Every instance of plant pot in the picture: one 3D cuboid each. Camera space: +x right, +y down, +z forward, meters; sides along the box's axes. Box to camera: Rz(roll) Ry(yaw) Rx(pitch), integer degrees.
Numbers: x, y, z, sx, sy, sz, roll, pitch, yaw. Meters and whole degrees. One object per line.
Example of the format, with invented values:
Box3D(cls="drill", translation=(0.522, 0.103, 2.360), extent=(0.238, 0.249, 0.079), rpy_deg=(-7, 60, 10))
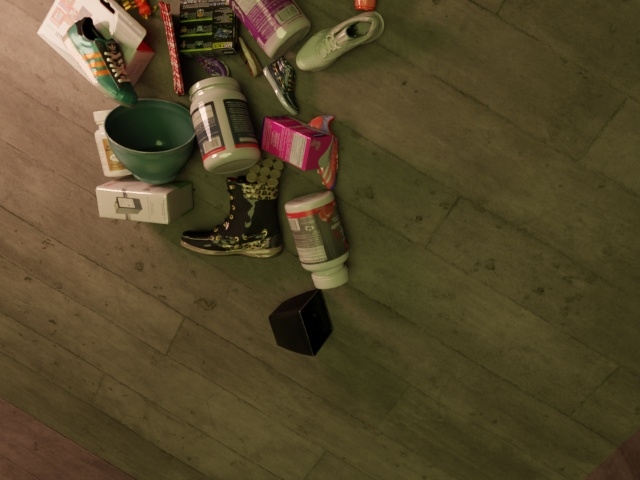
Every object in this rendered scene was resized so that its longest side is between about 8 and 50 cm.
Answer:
Box3D(cls="plant pot", translation=(-0.083, 0.309, 1.766), extent=(0.167, 0.188, 0.187), rpy_deg=(-9, 107, 27))
Box3D(cls="plant pot", translation=(-0.573, -0.320, 1.618), extent=(0.293, 0.293, 0.196), rpy_deg=(21, 138, 5))

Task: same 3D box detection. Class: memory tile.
Box3D(cls="memory tile", translation=(-0.186, -0.252, 1.625), extent=(0.113, 0.148, 0.012), rpy_deg=(13, 152, 4))

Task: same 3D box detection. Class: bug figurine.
Box3D(cls="bug figurine", translation=(-0.529, -0.861, 1.515), extent=(0.279, 0.072, 0.216), rpy_deg=(-18, 98, 22))

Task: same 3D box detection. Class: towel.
Box3D(cls="towel", translation=(-0.482, -0.612, 1.530), extent=(0.031, 0.199, 0.275), rpy_deg=(-10, 107, -14))

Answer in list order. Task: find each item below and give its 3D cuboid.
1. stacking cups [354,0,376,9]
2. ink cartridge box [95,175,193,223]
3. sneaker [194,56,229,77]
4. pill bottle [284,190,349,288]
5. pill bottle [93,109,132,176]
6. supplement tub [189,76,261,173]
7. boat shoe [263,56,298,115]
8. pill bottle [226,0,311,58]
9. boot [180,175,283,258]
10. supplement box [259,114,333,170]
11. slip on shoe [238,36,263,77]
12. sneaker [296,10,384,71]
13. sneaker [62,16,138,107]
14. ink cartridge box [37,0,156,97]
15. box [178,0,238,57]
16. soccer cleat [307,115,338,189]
Box3D(cls="stacking cups", translation=(0.138, -0.847, 1.366), extent=(0.096, 0.096, 0.316), rpy_deg=(9, 110, 9))
Box3D(cls="ink cartridge box", translation=(-0.632, -0.152, 1.709), extent=(0.272, 0.198, 0.115), rpy_deg=(6, 111, 10))
Box3D(cls="sneaker", translation=(-0.384, -0.597, 1.574), extent=(0.170, 0.071, 0.068), rpy_deg=(41, 112, -4))
Box3D(cls="pill bottle", translation=(0.000, 0.000, 1.638), extent=(0.176, 0.176, 0.319), rpy_deg=(-12, 106, 15))
Box3D(cls="pill bottle", translation=(-0.738, -0.353, 1.700), extent=(0.131, 0.131, 0.229), rpy_deg=(-3, 108, 13))
Box3D(cls="supplement tub", translation=(-0.316, -0.372, 1.545), extent=(0.191, 0.191, 0.272), rpy_deg=(-16, 87, 17))
Box3D(cls="boat shoe", translation=(-0.108, -0.509, 1.548), extent=(0.083, 0.065, 0.183), rpy_deg=(-30, 99, 21))
Box3D(cls="pill bottle", translation=(-0.182, -0.727, 1.434), extent=(0.169, 0.169, 0.301), rpy_deg=(-36, 98, 20))
Box3D(cls="boot", translation=(-0.318, -0.088, 1.696), extent=(0.377, 0.138, 0.284), rpy_deg=(6, 111, 6))
Box3D(cls="supplement box", translation=(-0.082, -0.320, 1.527), extent=(0.220, 0.111, 0.114), rpy_deg=(32, 124, 31))
Box3D(cls="slip on shoe", translation=(-0.234, -0.609, 1.556), extent=(0.041, 0.051, 0.135), rpy_deg=(-28, 94, -21))
Box3D(cls="sneaker", translation=(0.048, -0.617, 1.445), extent=(0.297, 0.129, 0.111), rpy_deg=(-24, 104, 20))
Box3D(cls="sneaker", translation=(-0.679, -0.566, 1.490), extent=(0.121, 0.108, 0.302), rpy_deg=(-37, 97, 24))
Box3D(cls="ink cartridge box", translation=(-0.733, -0.692, 1.584), extent=(0.309, 0.130, 0.272), rpy_deg=(43, 111, -5))
Box3D(cls="box", translation=(-0.360, -0.687, 1.513), extent=(0.190, 0.045, 0.184), rpy_deg=(-1, 87, 8))
Box3D(cls="soccer cleat", translation=(0.027, -0.296, 1.587), extent=(0.095, 0.083, 0.248), rpy_deg=(-12, 103, 11))
